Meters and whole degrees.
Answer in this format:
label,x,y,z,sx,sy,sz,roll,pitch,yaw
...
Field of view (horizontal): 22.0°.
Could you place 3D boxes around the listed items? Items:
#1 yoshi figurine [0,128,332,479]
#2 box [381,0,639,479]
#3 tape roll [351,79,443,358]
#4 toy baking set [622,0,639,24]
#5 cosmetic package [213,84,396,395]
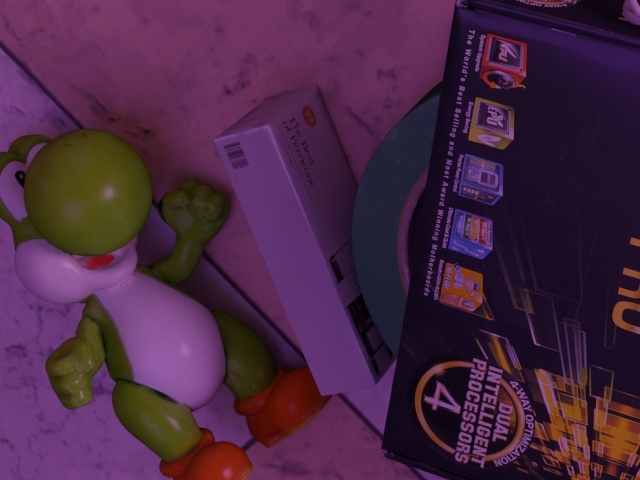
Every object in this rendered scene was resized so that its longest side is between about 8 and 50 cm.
label,x,y,z,sx,sy,sz,roll,pitch,yaw
yoshi figurine,-0.155,0.046,1.430,0.203,0.203,0.362,-40,91,19
box,0.226,0.029,1.183,0.318,0.097,0.395,17,121,14
tape roll,0.185,0.010,1.299,0.321,0.077,0.321,11,119,22
toy baking set,0.294,-0.204,1.081,0.256,0.197,0.030,18,154,22
cosmetic package,0.000,0.000,1.373,0.060,0.099,0.239,-14,108,29
